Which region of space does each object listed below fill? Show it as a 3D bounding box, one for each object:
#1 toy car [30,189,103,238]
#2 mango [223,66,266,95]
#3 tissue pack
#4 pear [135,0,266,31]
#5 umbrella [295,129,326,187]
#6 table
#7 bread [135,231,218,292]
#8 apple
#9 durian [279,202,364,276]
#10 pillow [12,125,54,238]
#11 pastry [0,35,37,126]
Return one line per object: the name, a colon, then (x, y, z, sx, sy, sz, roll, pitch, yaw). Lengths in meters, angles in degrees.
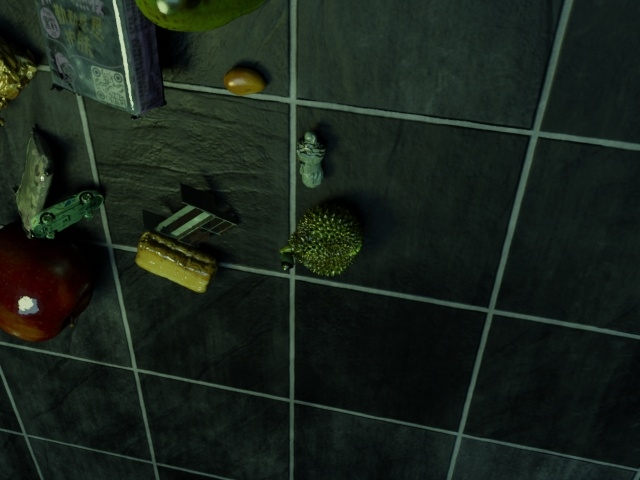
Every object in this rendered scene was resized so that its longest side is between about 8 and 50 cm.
toy car: (-0.620, -0.070, 1.756, 0.058, 0.186, 0.093, 49, 152, 15)
mango: (-0.156, -0.328, 1.486, 0.089, 0.046, 0.060, 8, 133, -7)
tissue pack: (-0.436, -0.440, 1.388, 0.259, 0.122, 0.361, 23, 133, 23)
pear: (-0.193, -0.453, 1.260, 0.238, 0.255, 0.164, 8, 128, 3)
umbrella: (-0.020, -0.177, 1.558, 0.067, 0.062, 0.143, 24, 139, 22)
table: (-0.312, -0.057, 1.730, 0.146, 0.062, 0.175, -28, 148, 32)
bread: (-0.364, 0.051, 1.817, 0.211, 0.083, 0.114, 23, 144, -6)
apple: (-0.737, 0.107, 1.852, 0.316, 0.288, 0.288, 33, 130, 4)
durian: (0.013, 0.000, 1.642, 0.159, 0.146, 0.198, 25, 138, -26)
pillow: (-0.691, -0.135, 1.750, 0.059, 0.169, 0.255, -2, 142, -36)
pastry: (-0.737, -0.344, 1.600, 0.154, 0.102, 0.250, 42, 125, -19)
